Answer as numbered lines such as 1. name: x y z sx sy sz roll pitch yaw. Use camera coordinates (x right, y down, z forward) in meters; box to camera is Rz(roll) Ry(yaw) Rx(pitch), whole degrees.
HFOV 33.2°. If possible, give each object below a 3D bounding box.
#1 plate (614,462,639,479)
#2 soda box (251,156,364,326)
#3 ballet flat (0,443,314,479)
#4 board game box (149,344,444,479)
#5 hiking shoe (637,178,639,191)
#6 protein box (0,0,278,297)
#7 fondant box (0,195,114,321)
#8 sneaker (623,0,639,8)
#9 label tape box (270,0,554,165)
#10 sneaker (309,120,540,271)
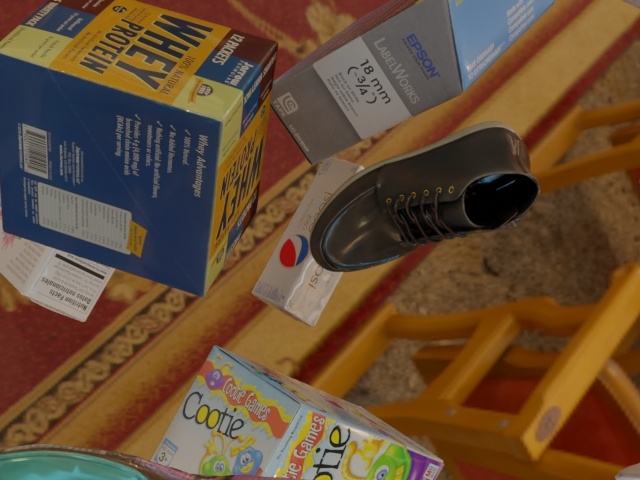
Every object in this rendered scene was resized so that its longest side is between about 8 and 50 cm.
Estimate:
1. plate: 0.433 0.244 0.888 0.278 0.277 0.045 31 70 -16
2. soda box: 0.000 0.000 1.432 0.074 0.069 0.216 37 79 -46
3. ballet flat: -0.081 0.153 0.572 0.221 0.079 0.077 5 75 -2
4. board game box: -0.018 0.237 1.144 0.275 0.144 0.142 31 87 -47
5. hiking shoe: 0.374 -0.053 0.984 0.086 0.227 0.114 42 96 -11
6. protein box: -0.163 -0.089 0.952 0.201 0.200 0.136 17 41 8
7. fondant box: -0.292 -0.096 1.338 0.096 0.238 0.330 32 87 -39
8. sneaker: 0.276 -0.121 0.387 0.366 0.210 0.137 -23 120 -33
9. label tape box: 0.131 -0.222 1.119 0.106 0.333 0.240 56 46 -11
10. sneaker: 0.085 -0.027 0.956 0.083 0.222 0.118 55 13 -18
